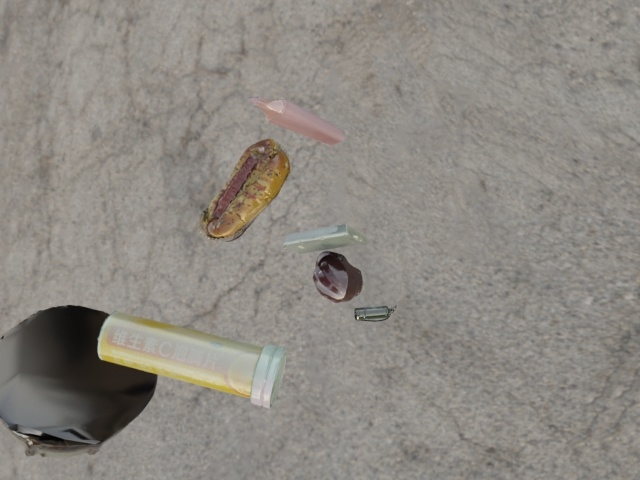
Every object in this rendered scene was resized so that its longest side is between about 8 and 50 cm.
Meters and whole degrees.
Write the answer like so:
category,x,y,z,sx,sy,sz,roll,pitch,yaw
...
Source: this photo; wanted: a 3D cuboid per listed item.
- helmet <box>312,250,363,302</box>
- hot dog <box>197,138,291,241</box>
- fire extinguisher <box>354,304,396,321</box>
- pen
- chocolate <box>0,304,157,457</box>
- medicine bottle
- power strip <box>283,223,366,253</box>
category,x,y,z,sx,sy,sz,roll,pitch,yaw
helmet,0.027,0.084,1.246,0.123,0.070,0.098,34,125,13
hot dog,-0.153,-0.100,1.206,0.131,0.069,0.252,28,76,35
fire extinguisher,0.109,0.145,1.152,0.025,0.083,0.038,-109,17,-56
pen,-0.041,-0.206,0.990,0.053,0.197,0.032,-14,68,44
chocolate,-0.450,0.275,1.052,0.283,0.284,0.186,57,134,32
medicine bottle,-0.154,0.141,0.704,0.218,0.074,0.074,12,92,6
power strip,0.000,0.000,1.263,0.253,0.060,0.027,-9,60,49
